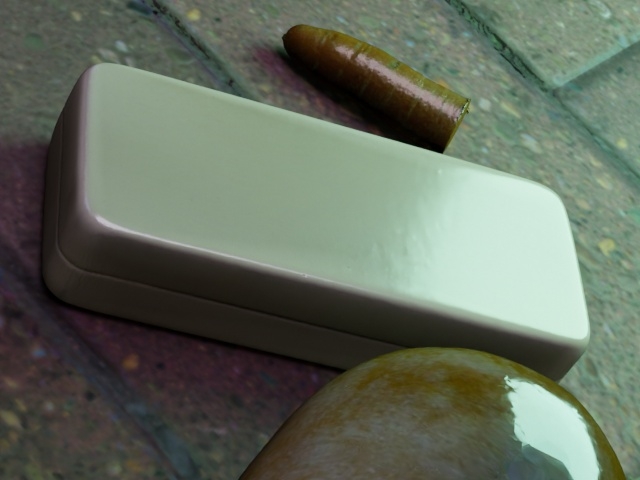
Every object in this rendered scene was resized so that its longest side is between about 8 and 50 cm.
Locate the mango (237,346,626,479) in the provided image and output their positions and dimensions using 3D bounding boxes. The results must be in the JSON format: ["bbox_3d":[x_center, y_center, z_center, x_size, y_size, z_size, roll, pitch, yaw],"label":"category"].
[{"bbox_3d":[0.033,0.207,0.874,0.221,0.199,0.384,30,43,-7],"label":"mango"}]

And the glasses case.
[{"bbox_3d":[0.000,0.000,1.134,0.336,0.076,0.144,15,46,-20],"label":"glasses case"}]

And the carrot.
[{"bbox_3d":[0.037,-0.112,1.282,0.139,0.048,0.048,30,42,-2],"label":"carrot"}]
